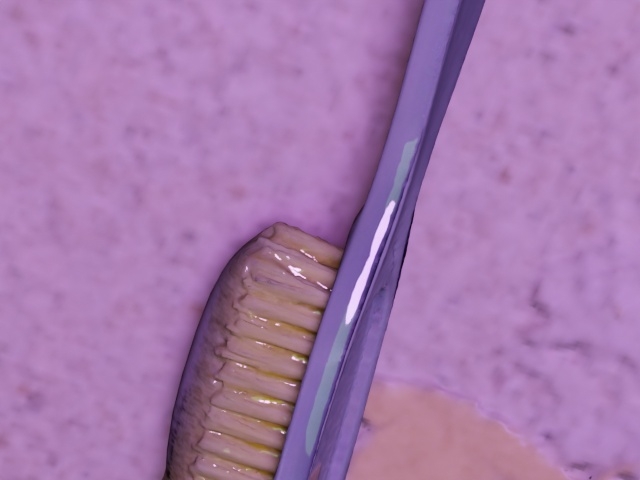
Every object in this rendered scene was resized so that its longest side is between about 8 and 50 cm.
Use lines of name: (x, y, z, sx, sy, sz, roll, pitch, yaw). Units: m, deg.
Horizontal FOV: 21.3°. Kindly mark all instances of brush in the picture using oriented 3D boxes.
brush: (0.000, 0.000, 0.526, 0.060, 0.068, 0.297, 21, 108, 12)
